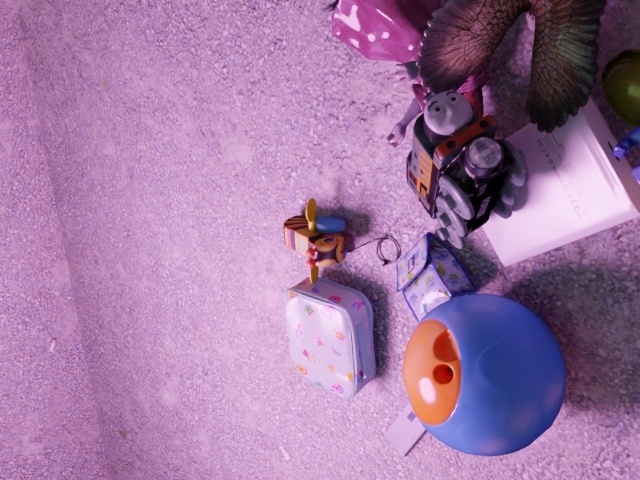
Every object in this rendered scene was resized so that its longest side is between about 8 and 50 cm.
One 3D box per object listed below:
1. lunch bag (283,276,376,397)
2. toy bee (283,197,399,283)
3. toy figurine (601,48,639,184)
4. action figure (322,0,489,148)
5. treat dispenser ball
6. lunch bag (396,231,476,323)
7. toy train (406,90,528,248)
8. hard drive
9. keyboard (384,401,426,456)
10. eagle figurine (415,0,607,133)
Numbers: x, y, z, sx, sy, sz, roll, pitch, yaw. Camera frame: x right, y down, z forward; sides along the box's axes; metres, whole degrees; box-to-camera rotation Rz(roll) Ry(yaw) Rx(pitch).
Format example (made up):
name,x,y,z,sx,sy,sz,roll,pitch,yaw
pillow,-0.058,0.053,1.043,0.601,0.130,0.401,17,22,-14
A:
name,x,y,z,sx,sy,sz,roll,pitch,yaw
lunch bag,0.029,0.236,1.538,0.224,0.108,0.279,13,122,34
toy bee,0.000,0.000,1.439,0.298,0.162,0.195,-12,97,48
toy figurine,0.499,-0.115,0.841,0.191,0.217,0.362,-36,81,47
action figure,0.191,-0.338,1.132,0.370,0.276,0.248,46,169,-2
treat dispenser ball,0.293,0.241,1.150,0.288,0.288,0.288,20,120,39
lunch bag,0.224,0.077,1.300,0.129,0.096,0.151,-53,54,46
toy train,0.220,-0.110,1.025,0.190,0.142,0.334,56,179,17
hard drive,0.368,-0.087,1.058,0.203,0.040,0.307,63,153,5
keyboard,0.225,0.424,1.503,0.072,0.014,0.256,49,134,27
eagle figurine,0.305,-0.335,0.924,0.226,0.225,0.298,18,82,57
